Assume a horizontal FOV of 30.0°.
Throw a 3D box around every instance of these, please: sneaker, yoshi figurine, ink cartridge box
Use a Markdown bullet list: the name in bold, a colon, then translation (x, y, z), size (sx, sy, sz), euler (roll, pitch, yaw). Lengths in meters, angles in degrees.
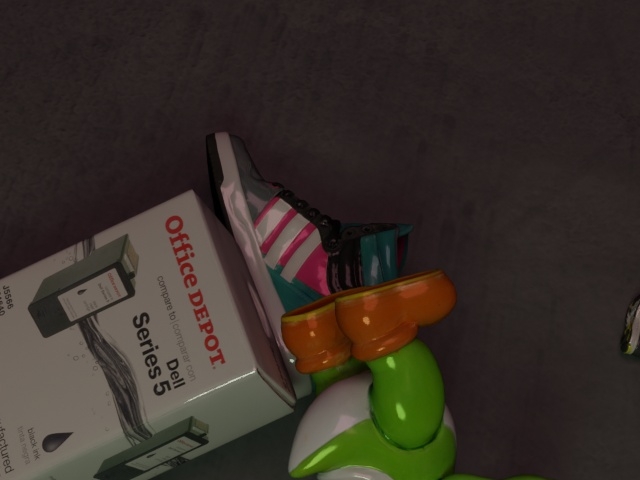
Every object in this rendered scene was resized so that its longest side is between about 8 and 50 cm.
- **sneaker**: translation (0.335, 0.088, 1.235), size (0.035, 0.031, 0.083), euler (28, 61, -4)
- **sneaker**: translation (0.000, 0.000, 1.195), size (0.178, 0.124, 0.296), euler (-17, 67, -11)
- **yoshi figurine**: translation (0.107, 0.207, 1.023), size (0.203, 0.203, 0.362), euler (-16, 88, 15)
- **ink cartridge box**: translation (-0.185, 0.107, 1.060), size (0.272, 0.115, 0.198), euler (-26, 60, 4)
